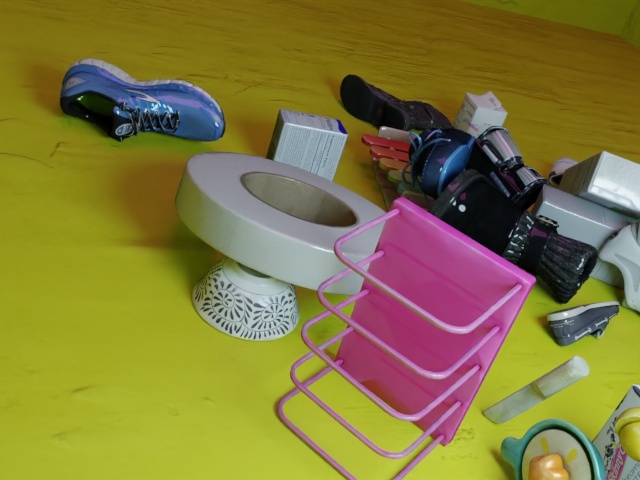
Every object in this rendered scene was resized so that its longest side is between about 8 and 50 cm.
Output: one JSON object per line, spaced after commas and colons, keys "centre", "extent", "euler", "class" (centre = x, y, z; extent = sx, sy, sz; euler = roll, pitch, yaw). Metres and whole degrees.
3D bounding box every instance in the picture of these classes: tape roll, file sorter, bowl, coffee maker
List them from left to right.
{"centre": [-0.104, 0.067, 1.175], "extent": [0.170, 0.080, 0.170], "euler": [13, 31, -8], "class": "bowl"}
{"centre": [-0.044, -0.038, 1.273], "extent": [0.391, 0.072, 0.392], "euler": [19, 20, -7], "class": "tape roll"}
{"centre": [0.089, 0.137, 0.968], "extent": [0.202, 0.291, 0.182], "euler": [34, 36, 24], "class": "file sorter"}
{"centre": [0.402, -0.139, 1.748], "extent": [0.120, 0.171, 0.178], "euler": [-11, 58, -31], "class": "coffee maker"}

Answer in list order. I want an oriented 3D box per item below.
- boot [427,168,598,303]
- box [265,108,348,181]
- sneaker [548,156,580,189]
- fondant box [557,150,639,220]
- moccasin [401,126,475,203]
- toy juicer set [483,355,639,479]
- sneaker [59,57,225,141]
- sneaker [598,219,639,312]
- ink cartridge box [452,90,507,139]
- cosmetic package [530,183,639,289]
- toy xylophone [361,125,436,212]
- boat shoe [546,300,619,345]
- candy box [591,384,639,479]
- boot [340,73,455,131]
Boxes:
{"centre": [0.359, -0.002, 1.416], "extent": [0.260, 0.131, 0.348], "euler": [42, 20, 26], "class": "boot"}
{"centre": [-0.030, -0.187, 1.581], "extent": [0.137, 0.126, 0.072], "euler": [9, 30, -18], "class": "box"}
{"centre": [0.684, -0.114, 1.921], "extent": [0.258, 0.094, 0.091], "euler": [26, 49, 21], "class": "sneaker"}
{"centre": [0.673, -0.092, 1.710], "extent": [0.238, 0.096, 0.330], "euler": [22, 1, 5], "class": "fondant box"}
{"centre": [0.223, -0.153, 1.533], "extent": [0.116, 0.138, 0.342], "euler": [21, 16, 10], "class": "moccasin"}
{"centre": [0.317, 0.265, 0.965], "extent": [0.089, 0.209, 0.329], "euler": [11, 31, -31], "class": "toy juicer set"}
{"centre": [-0.352, -0.244, 1.524], "extent": [0.329, 0.130, 0.147], "euler": [12, 45, -5], "class": "sneaker"}
{"centre": [0.677, 0.116, 1.512], "extent": [0.122, 0.146, 0.331], "euler": [-21, 74, -52], "class": "sneaker"}
{"centre": [0.410, -0.311, 2.010], "extent": [0.089, 0.143, 0.092], "euler": [8, 32, -19], "class": "ink cartridge box"}
{"centre": [0.550, -0.009, 1.621], "extent": [0.237, 0.127, 0.107], "euler": [25, 32, 6], "class": "cosmetic package"}
{"centre": [0.219, -0.132, 1.676], "extent": [0.236, 0.081, 0.323], "euler": [7, 33, -21], "class": "toy xylophone"}
{"centre": [0.483, 0.150, 1.412], "extent": [0.206, 0.075, 0.065], "euler": [-4, 80, -43], "class": "boat shoe"}
{"centre": [0.433, 0.313, 0.995], "extent": [0.070, 0.165, 0.196], "euler": [10, 31, -19], "class": "candy box"}
{"centre": [0.199, -0.344, 2.023], "extent": [0.263, 0.091, 0.229], "euler": [42, 32, 27], "class": "boot"}
